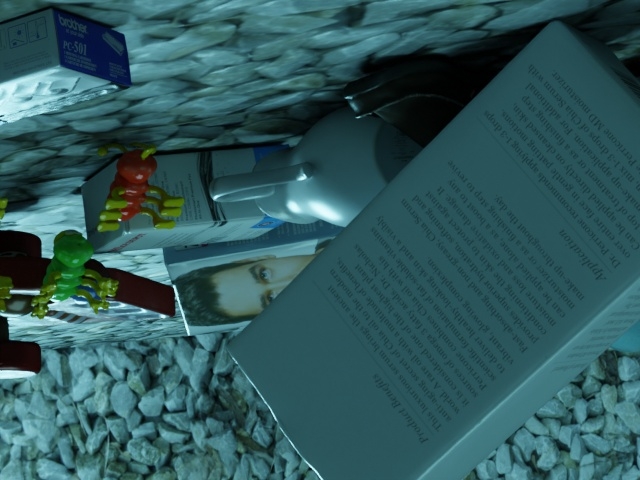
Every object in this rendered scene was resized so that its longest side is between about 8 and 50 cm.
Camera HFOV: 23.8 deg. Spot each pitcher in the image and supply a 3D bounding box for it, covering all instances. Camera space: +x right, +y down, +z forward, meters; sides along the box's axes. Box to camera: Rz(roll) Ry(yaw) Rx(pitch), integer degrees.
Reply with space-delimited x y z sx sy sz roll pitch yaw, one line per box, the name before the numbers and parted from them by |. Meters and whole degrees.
pitcher | 0.003 -0.068 1.545 0.178 0.125 0.207 -9 178 -37

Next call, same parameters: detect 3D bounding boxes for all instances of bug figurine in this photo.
bug figurine | -0.285 -0.015 1.495 0.279 0.072 0.216 -1 131 -37

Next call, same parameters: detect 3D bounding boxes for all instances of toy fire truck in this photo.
toy fire truck | -0.330 0.056 1.721 0.254 0.169 0.302 -6 167 18

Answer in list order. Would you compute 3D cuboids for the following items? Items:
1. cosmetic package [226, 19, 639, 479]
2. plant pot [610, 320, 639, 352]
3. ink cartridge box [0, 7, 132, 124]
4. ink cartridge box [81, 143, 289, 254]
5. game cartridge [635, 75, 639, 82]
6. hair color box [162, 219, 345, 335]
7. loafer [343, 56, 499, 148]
cosmetic package | 0.155 0.040 1.430 0.453 0.230 0.161 -45 159 18
plant pot | 0.375 -0.033 1.920 0.195 0.290 0.290 33 155 -19
ink cartridge box | -0.254 -0.117 1.134 0.207 0.046 0.097 -13 171 23
ink cartridge box | -0.146 -0.044 1.680 0.203 0.086 0.148 -5 172 -26
game cartridge | 0.443 -0.160 1.637 0.196 0.060 0.294 -15 171 23
hair color box | 0.000 0.000 1.882 0.374 0.113 0.185 -9 148 0
loafer | 0.111 -0.123 1.440 0.080 0.078 0.220 -17 170 43
